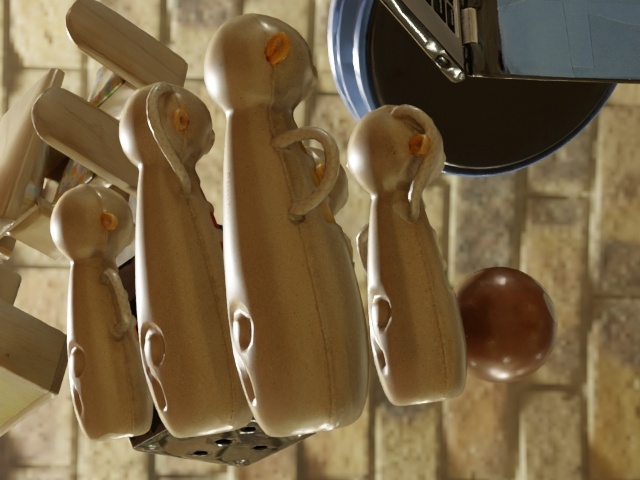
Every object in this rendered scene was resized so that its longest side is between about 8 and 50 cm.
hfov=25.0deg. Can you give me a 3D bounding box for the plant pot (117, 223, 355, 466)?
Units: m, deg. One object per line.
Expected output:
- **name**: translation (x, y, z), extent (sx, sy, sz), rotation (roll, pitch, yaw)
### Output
- **plant pot**: translation (-0.089, 0.106, 1.323), extent (0.188, 0.187, 0.167), rotation (-33, 52, 45)

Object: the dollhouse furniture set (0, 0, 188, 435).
- **dollhouse furniture set**: translation (-0.368, -0.030, 1.462), extent (0.362, 0.256, 0.394), rotation (-35, 34, 39)

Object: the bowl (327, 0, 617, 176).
- **bowl**: translation (0.202, -0.253, 1.690), extent (0.077, 0.391, 0.391), rotation (-131, 41, -57)

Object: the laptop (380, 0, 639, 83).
- **laptop**: translation (0.160, -0.324, 0.980), extent (0.408, 0.236, 0.381), rotation (38, -136, -51)

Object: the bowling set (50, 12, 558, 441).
- **bowling set**: translation (0.000, 0.000, 0.649), extent (0.287, 0.200, 0.154), rotation (-15, 83, 60)
